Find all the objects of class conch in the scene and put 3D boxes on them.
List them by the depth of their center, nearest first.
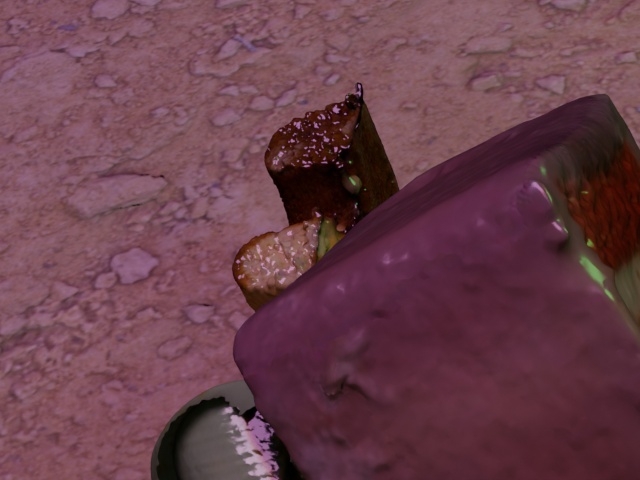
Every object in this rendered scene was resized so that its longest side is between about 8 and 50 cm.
[{"bbox_3d":[-0.009,0.177,1.173,0.143,0.137,0.251,-54,41,-4],"label":"conch"}]

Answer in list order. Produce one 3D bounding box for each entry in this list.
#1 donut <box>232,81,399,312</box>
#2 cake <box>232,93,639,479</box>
[{"bbox_3d":[0.000,0.001,1.398,0.085,0.141,0.217,-11,38,24],"label":"donut"},{"bbox_3d":[0.117,0.067,1.088,0.230,0.237,0.309,-33,1,23],"label":"cake"}]
